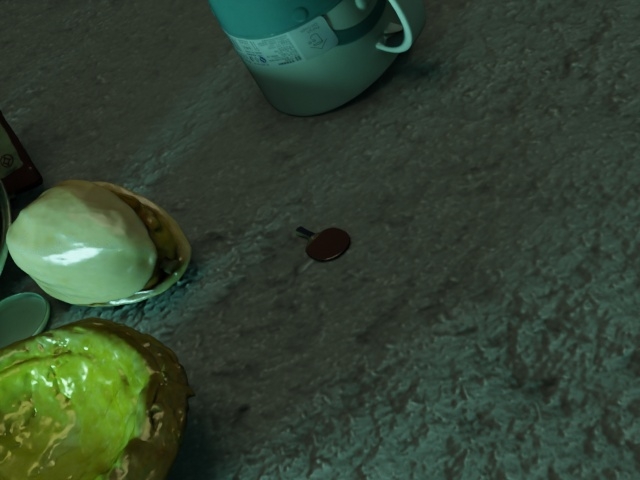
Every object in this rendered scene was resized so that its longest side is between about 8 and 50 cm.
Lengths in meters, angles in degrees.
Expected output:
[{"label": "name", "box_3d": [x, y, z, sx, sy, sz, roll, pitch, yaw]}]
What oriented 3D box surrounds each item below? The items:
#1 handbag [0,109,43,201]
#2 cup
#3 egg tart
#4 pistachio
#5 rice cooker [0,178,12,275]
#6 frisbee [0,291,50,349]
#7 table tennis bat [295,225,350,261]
[{"label": "handbag", "box_3d": [-0.517, -0.134, 2.176, 0.213, 0.235, 0.127, -29, -7, 9]}, {"label": "cup", "box_3d": [-0.002, -0.311, 2.008, 0.289, 0.257, 0.219, 11, 57, 40]}, {"label": "egg tart", "box_3d": [-0.274, 0.235, 1.637, 0.345, 0.132, 0.345, -18, 38, 15]}, {"label": "pistachio", "box_3d": [-0.267, 0.005, 1.898, 0.229, 0.157, 0.157, 7, 49, 31]}, {"label": "rice cooker", "box_3d": [-0.540, -0.018, 1.979, 0.316, 0.317, 0.264, -37, 61, -11]}, {"label": "frisbee", "box_3d": [-0.382, 0.107, 1.953, 0.110, 0.014, 0.110, -18, 39, 15]}, {"label": "table tennis bat", "box_3d": [0.000, 0.000, 1.841, 0.050, 0.007, 0.083, -44, 42, -18]}]
